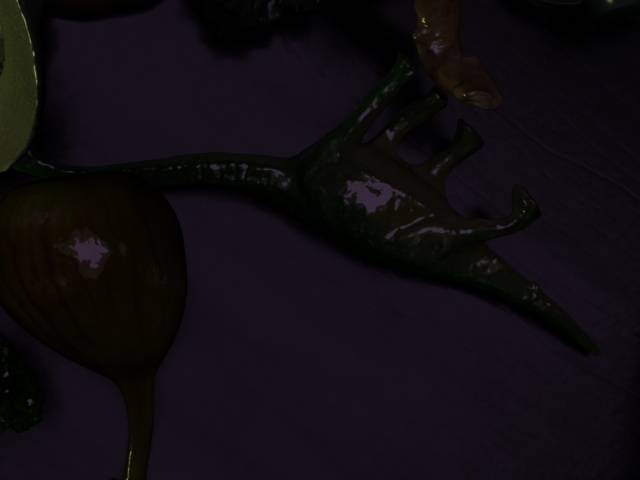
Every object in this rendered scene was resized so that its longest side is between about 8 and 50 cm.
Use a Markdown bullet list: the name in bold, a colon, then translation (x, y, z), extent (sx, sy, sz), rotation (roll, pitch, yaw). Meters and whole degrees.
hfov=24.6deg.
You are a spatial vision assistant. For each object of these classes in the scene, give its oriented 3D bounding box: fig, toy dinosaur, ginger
- **fig**: translation (-0.160, 0.075, 1.106), extent (0.151, 0.151, 0.259), rotation (-15, 91, -7)
- **toy dinosaur**: translation (0.000, 0.000, 1.165), extent (0.301, 0.087, 0.447), rotation (-40, 98, 8)
- **ginger**: translation (0.054, -0.218, 1.081), extent (0.089, 0.075, 0.288), rotation (-31, 107, -13)

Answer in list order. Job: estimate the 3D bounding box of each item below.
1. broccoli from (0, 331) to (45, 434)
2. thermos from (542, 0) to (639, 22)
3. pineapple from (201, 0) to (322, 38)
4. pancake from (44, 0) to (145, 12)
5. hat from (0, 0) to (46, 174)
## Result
- **broccoli**: translation (-0.349, 0.135, 1.038), extent (0.295, 0.265, 0.245), rotation (-22, 113, 0)
- **thermos**: translation (0.212, -0.316, 1.183), extent (0.182, 0.145, 0.286), rotation (-10, 87, 25)
- **pineapple**: translation (0.009, -0.250, 1.159), extent (0.248, 0.128, 0.128), rotation (-25, 88, -4)
- **pancake**: translation (-0.186, -0.300, 1.177), extent (0.242, 0.050, 0.241), rotation (1, 85, -7)
- **hat**: translation (-0.284, -0.181, 1.103), extent (0.257, 0.257, 0.130), rotation (40, 42, -2)
